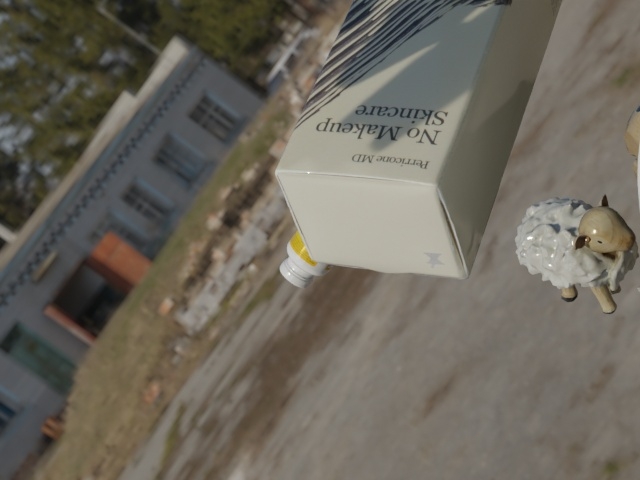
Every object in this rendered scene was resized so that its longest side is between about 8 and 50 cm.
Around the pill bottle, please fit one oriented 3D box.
[{"bbox_3d":[0.000,0.000,1.123,0.083,0.043,0.043,-53,6,20],"label":"pill bottle"}]

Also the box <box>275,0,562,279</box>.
[{"bbox_3d":[0.074,-0.112,0.862,0.094,0.113,0.275,68,-145,-47],"label":"box"}]

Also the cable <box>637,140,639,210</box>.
[{"bbox_3d":[0.253,-0.036,0.639,0.257,0.089,0.257,-135,44,-63],"label":"cable"}]

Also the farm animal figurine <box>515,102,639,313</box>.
[{"bbox_3d":[0.350,-0.047,1.030,0.330,0.172,0.327,-36,33,-12],"label":"farm animal figurine"}]
